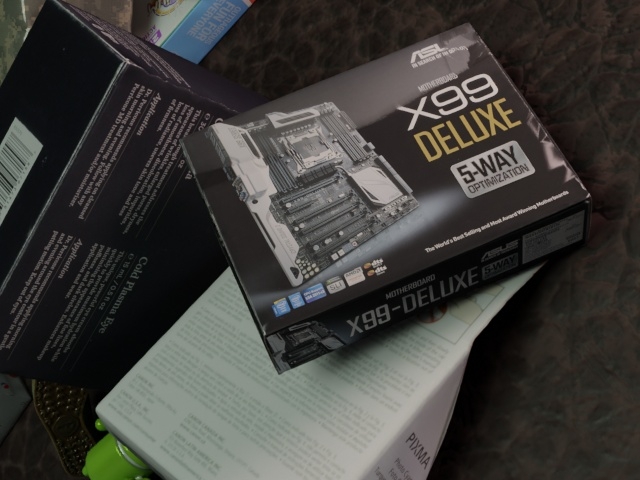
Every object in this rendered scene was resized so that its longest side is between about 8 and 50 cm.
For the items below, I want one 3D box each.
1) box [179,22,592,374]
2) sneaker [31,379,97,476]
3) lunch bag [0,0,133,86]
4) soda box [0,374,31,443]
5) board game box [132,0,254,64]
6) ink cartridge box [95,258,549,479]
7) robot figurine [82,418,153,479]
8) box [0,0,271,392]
[{"bbox_3d":[0.054,-0.046,1.106,0.307,0.076,0.242,-22,55,-5],"label":"box"},{"bbox_3d":[-0.305,0.183,1.419,0.086,0.064,0.192,-128,26,-52],"label":"sneaker"},{"bbox_3d":[-0.353,-0.235,1.544,0.287,0.168,0.235,12,102,58],"label":"lunch bag"},{"bbox_3d":[-0.473,0.260,1.595,0.216,0.069,0.074,-54,48,16],"label":"soda box"},{"bbox_3d":[-0.180,-0.389,1.545,0.242,0.064,0.317,-43,52,24],"label":"board game box"},{"bbox_3d":[0.011,0.110,1.168,0.385,0.091,0.308,-46,44,-17],"label":"ink cartridge box"},{"bbox_3d":[-0.220,0.245,1.371,0.115,0.067,0.101,-41,50,24],"label":"robot figurine"},{"bbox_3d":[-0.207,-0.025,1.279,0.179,0.312,0.343,40,103,42],"label":"box"}]
